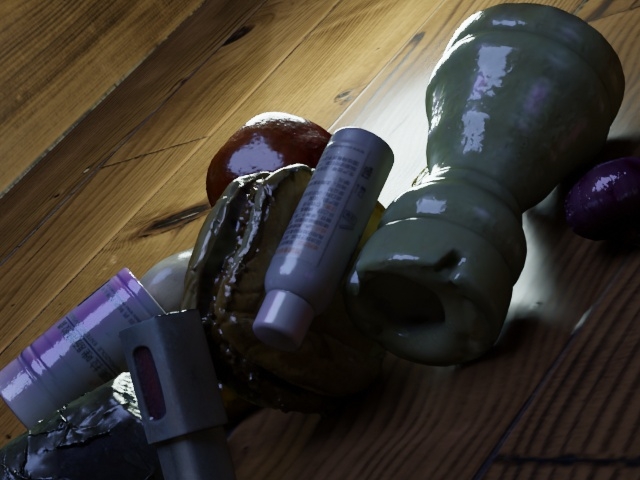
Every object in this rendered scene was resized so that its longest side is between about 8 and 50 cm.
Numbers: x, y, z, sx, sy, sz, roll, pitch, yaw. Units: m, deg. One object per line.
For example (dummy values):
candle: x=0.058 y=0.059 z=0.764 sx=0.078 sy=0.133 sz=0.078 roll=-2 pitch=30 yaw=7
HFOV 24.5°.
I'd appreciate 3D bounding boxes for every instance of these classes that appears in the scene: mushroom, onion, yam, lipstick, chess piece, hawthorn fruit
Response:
mushroom: x=-0.201 y=0.055 z=2.272 sx=0.212 sy=0.088 sz=0.097 roll=-34 pitch=28 yaw=-8
onion: x=0.321 y=-0.037 z=1.581 sx=0.115 sy=0.104 sz=0.115 roll=-26 pitch=-18 yaw=-9
yam: x=-0.264 y=0.282 z=1.741 sx=0.271 sy=0.201 sz=0.202 roll=-27 pitch=22 yaw=11
lipstick: x=-0.145 y=0.207 z=1.609 sx=0.079 sy=0.252 sz=0.077 roll=-20 pitch=-8 yaw=42
chess piece: x=0.187 y=-0.067 z=1.705 sx=0.234 sy=0.234 sz=0.442 roll=-19 pitch=31 yaw=42
hawthorn fruit: x=-0.039 y=-0.060 z=2.103 sx=0.224 sy=0.224 sz=0.261 roll=-42 pitch=43 yaw=-13

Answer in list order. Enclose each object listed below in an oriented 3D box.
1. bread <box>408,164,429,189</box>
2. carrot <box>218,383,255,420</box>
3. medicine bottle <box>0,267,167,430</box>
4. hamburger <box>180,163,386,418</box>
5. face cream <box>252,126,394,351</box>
bread: x=0.169 y=-0.081 z=1.987 sx=0.187 sy=0.065 sz=0.149 roll=-46 pitch=10 yaw=-14
carrot: x=-0.088 y=0.180 z=1.850 sx=0.314 sy=0.066 sz=0.066 roll=-29 pitch=21 yaw=15
medicine bottle: x=-0.332 y=0.175 z=2.135 sx=0.254 sy=0.152 sz=0.152 roll=-40 pitch=20 yaw=-8
hamburger: x=-0.032 y=0.058 z=1.717 sx=0.145 sy=0.259 sz=0.283 roll=-26 pitch=33 yaw=49
face cream: x=0.000 y=0.000 z=1.622 sx=0.082 sy=0.082 sz=0.269 roll=-12 pitch=46 yaw=51
